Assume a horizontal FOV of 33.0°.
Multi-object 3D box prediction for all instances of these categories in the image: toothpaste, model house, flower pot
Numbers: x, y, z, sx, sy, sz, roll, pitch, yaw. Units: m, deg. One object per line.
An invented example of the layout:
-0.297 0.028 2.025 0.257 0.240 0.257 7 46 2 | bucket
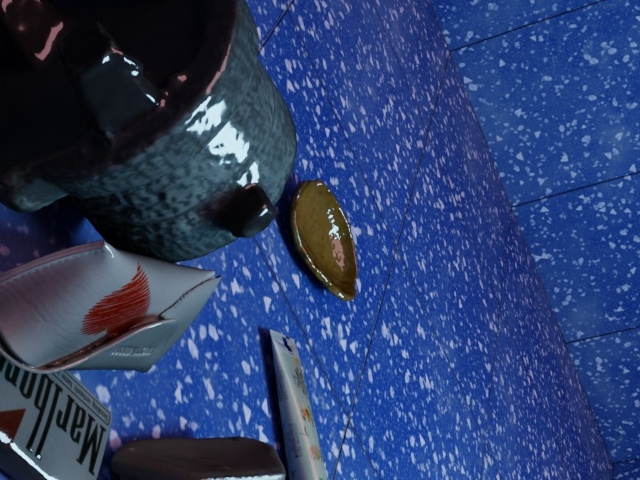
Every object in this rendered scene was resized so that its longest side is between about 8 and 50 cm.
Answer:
-0.023 0.272 1.412 0.056 0.058 0.314 -3 68 -23 | toothpaste
-0.112 0.298 1.099 0.229 0.122 0.188 9 80 -51 | model house
-0.185 -0.128 1.013 0.283 0.299 0.299 60 25 -52 | flower pot

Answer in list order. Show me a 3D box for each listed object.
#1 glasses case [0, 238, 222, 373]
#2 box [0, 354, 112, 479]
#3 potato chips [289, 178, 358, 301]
-0.182 0.067 0.998 0.083 0.128 0.308 60 9 13 | glasses case
-0.254 0.153 0.954 0.177 0.036 0.115 56 29 -39 | box
0.000 0.000 1.647 0.202 0.049 0.150 57 31 -40 | potato chips
